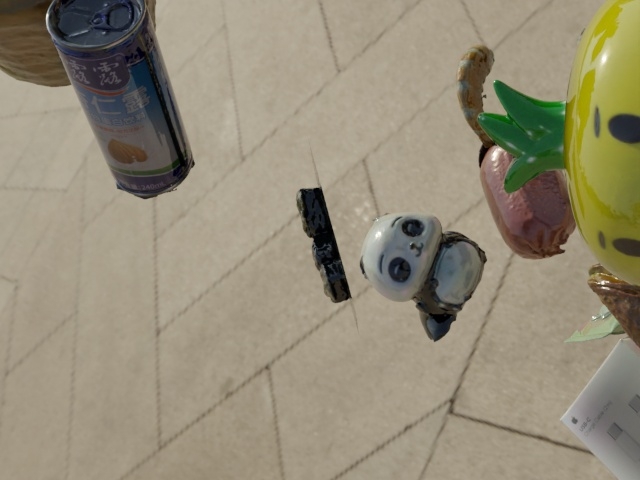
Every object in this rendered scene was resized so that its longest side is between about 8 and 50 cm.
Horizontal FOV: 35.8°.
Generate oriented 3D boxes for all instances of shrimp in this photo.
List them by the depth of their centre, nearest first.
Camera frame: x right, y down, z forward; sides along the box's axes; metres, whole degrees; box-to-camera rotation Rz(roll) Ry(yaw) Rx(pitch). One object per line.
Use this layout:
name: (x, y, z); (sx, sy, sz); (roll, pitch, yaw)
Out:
shrimp: (0.285, -0.252, 1.725); (0.049, 0.166, 0.161); (-11, 31, 34)

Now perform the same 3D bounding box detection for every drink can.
drink can: (-0.195, -0.146, 1.000); (0.097, 0.235, 0.097); (-2, 58, 4)

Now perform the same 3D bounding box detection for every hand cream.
hand cream: (0.558, 0.100, 1.648); (0.306, 0.093, 0.147); (-27, -2, -15)

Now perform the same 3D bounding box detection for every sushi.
sushi: (0.000, 0.000, 1.070); (0.031, 0.139, 0.201); (-15, 73, 0)

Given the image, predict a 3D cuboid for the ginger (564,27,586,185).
ginger: (0.412, -0.193, 1.404); (0.221, 0.130, 0.275); (-107, 28, -60)

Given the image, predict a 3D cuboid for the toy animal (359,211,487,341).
toy animal: (0.147, 0.043, 1.522); (0.138, 0.179, 0.166); (-20, 43, 63)

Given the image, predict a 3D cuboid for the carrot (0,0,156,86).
carrot: (-0.323, -0.318, 1.122); (0.241, 0.241, 0.340); (-61, -3, -7)

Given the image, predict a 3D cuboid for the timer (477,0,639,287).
timer: (0.258, -0.083, 0.781); (0.285, 0.285, 0.285); (-32, 40, 32)

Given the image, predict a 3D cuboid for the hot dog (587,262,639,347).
hot dog: (0.492, 0.117, 1.388); (0.114, 0.175, 0.259); (-39, 80, 19)

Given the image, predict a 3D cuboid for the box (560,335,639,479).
box: (0.572, 0.318, 1.702); (0.251, 0.106, 0.203); (49, 124, 34)

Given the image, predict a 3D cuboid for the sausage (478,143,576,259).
sausage: (0.378, -0.091, 1.820); (0.152, 0.152, 0.279); (-34, 51, 30)
